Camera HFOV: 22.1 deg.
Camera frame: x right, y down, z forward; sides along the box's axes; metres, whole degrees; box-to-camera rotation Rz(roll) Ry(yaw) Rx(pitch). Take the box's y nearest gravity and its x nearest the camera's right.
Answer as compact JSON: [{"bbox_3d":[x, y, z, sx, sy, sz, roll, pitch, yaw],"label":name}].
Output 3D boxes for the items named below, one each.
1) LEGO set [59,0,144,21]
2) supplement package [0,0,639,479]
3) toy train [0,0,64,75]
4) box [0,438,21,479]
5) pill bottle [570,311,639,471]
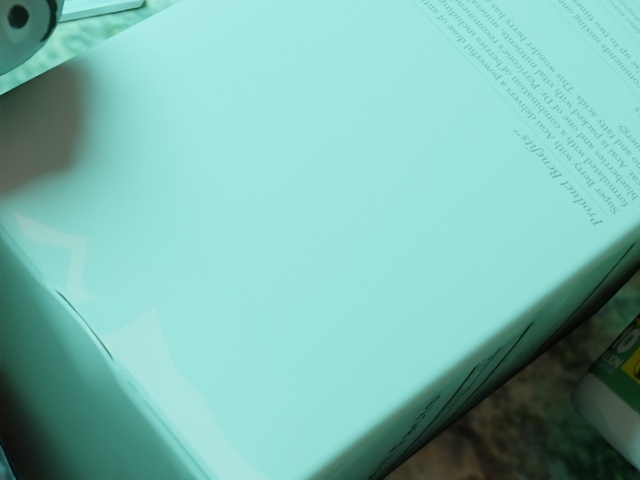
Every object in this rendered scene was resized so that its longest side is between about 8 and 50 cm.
[{"bbox_3d":[-0.073,-0.212,0.845,0.244,0.060,0.182,-13,69,-26],"label":"LEGO set"},{"bbox_3d":[0.000,0.000,0.668,0.293,0.175,0.177,-33,76,-32],"label":"supplement package"},{"bbox_3d":[-0.216,-0.107,0.605,0.190,0.142,0.334,-25,27,-23],"label":"toy train"},{"bbox_3d":[-0.201,0.135,0.560,0.207,0.108,0.153,-19,68,-28],"label":"box"},{"bbox_3d":[0.217,0.030,0.705,0.117,0.117,0.208,42,93,8],"label":"pill bottle"}]
